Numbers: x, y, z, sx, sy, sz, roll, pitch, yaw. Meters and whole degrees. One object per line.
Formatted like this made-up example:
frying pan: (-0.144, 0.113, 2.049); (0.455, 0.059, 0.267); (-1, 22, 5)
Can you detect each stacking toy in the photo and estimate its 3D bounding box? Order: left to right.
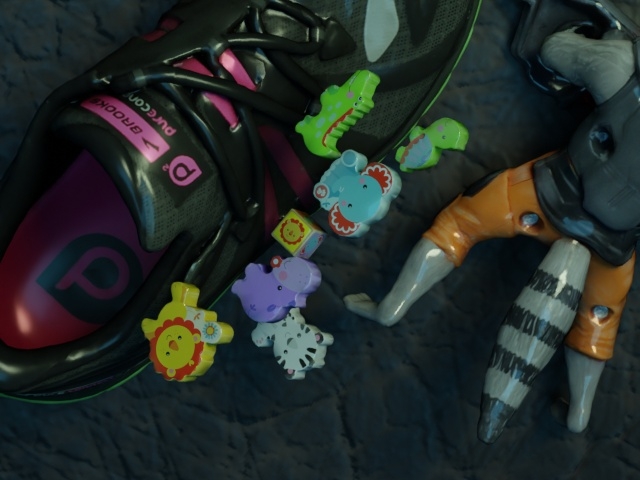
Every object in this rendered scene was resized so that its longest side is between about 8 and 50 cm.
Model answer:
stacking toy: (0.000, 0.000, 1.064); (0.052, 0.167, 0.221); (43, 103, 21)

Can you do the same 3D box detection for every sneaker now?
sneaker: (-0.062, -0.071, 1.071); (0.185, 0.202, 0.483); (38, 99, 3)

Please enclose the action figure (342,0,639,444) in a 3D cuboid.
action figure: (0.229, -0.005, 1.127); (0.341, 0.178, 0.330); (33, 110, -6)
